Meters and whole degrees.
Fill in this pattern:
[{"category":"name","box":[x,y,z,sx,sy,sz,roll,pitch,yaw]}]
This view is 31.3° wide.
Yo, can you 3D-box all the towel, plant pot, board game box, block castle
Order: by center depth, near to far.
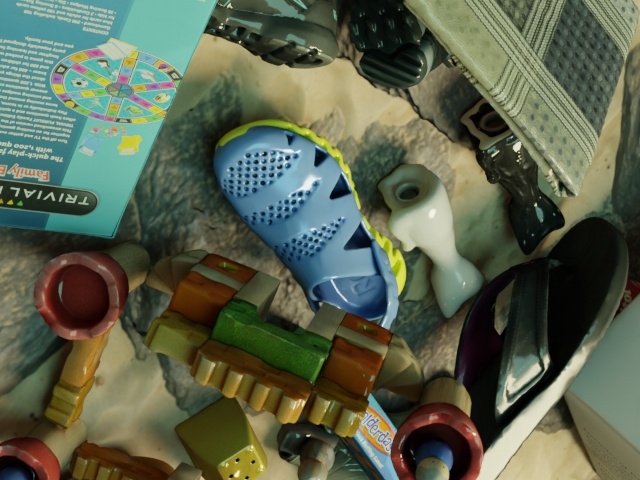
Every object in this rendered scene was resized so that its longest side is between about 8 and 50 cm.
[{"category":"board game box","box":[-0.255,-0.157,1.004,0.253,0.079,0.336,7,132,-31]},{"category":"block castle","box":[-0.089,0.207,1.124,0.453,0.213,0.303,23,104,4]},{"category":"towel","box":[0.206,-0.250,1.186,0.324,0.056,0.312,46,51,-26]},{"category":"board game box","box":[0.039,0.203,1.310,0.047,0.160,0.210,-38,103,-10]},{"category":"plant pot","box":[-0.108,0.246,1.334,0.081,0.083,0.081,-30,123,-13]}]

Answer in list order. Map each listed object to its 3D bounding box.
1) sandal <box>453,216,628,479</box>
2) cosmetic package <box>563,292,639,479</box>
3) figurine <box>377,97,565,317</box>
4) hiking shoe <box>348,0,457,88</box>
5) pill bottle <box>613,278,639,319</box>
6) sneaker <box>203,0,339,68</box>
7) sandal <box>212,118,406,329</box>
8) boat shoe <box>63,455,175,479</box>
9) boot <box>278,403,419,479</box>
[{"category":"sandal","box":[0.218,0.142,1.363,0.107,0.167,0.446,40,79,-22]},{"category":"cosmetic package","box":[0.562,0.241,1.486,0.329,0.327,0.394,-43,145,-6]},{"category":"figurine","box":[0.190,-0.028,1.378,0.215,0.092,0.209,-39,128,-7]},{"category":"hiking shoe","box":[0.079,-0.317,1.193,0.132,0.113,0.304,-32,122,-49]},{"category":"pill bottle","box":[0.363,0.081,1.516,0.152,0.086,0.086,15,104,-32]},{"category":"sneaker","box":[-0.100,-0.252,1.128,0.267,0.101,0.106,14,81,-31]},{"category":"sandal","box":[0.000,0.000,1.237,0.126,0.138,0.317,-30,125,21]},{"category":"boat shoe","box":[-0.264,0.297,1.288,0.207,0.073,0.073,-9,153,-22]},{"category":"boot","box":[0.077,0.230,1.436,0.246,0.083,0.161,-41,117,-10]}]
